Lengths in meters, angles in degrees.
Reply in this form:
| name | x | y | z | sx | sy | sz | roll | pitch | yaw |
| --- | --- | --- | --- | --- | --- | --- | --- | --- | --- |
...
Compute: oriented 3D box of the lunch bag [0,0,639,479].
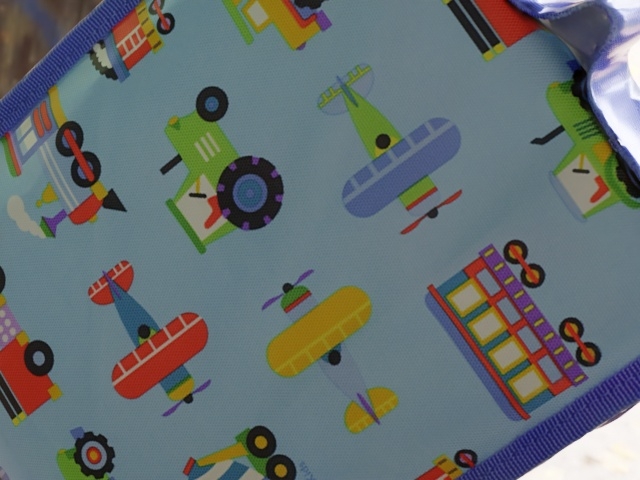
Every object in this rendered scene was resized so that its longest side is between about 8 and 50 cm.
| name | x | y | z | sx | sy | sz | roll | pitch | yaw |
| --- | --- | --- | --- | --- | --- | --- | --- | --- | --- |
| lunch bag | 0.000 | 0.000 | 0.579 | 0.138 | 0.293 | 0.221 | -20 | 73 | -52 |
